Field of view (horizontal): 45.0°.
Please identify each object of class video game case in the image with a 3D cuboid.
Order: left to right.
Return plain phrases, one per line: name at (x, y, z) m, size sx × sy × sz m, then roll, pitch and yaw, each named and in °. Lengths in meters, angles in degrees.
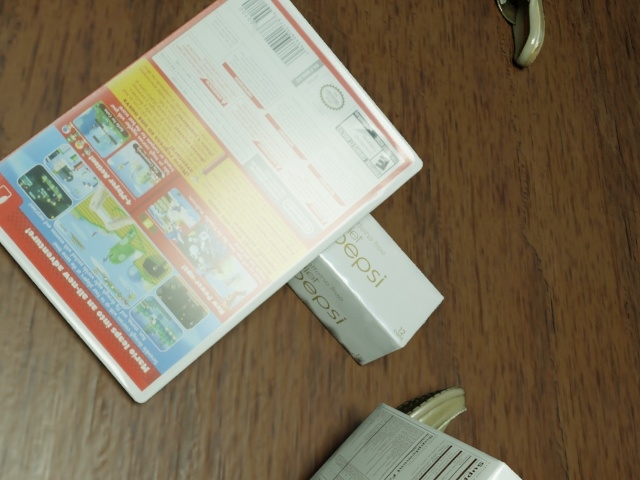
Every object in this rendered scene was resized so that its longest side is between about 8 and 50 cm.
video game case at (-0.090, -0.047, 0.592) m, size 0.285 × 0.025 × 0.204 m, roll -40°, pitch 92°, yaw -11°

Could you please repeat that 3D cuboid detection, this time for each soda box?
soda box at (0.000, 0.000, 0.662) m, size 0.216 × 0.074 × 0.069 m, roll 48°, pitch 56°, yaw -3°

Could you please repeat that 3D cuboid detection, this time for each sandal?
sandal at (0.237, -0.292, 0.933) m, size 0.049 × 0.072 × 0.180 m, roll 7°, pitch 69°, yaw -4°

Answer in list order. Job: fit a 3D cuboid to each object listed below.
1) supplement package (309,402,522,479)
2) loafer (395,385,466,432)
supplement package at (0.088, 0.238, 0.502) m, size 0.194 × 0.203 × 0.149 m, roll 46°, pitch 78°, yaw -8°
loafer at (0.068, 0.172, 0.642) m, size 0.148 × 0.056 × 0.050 m, roll -29°, pitch 86°, yaw -25°
